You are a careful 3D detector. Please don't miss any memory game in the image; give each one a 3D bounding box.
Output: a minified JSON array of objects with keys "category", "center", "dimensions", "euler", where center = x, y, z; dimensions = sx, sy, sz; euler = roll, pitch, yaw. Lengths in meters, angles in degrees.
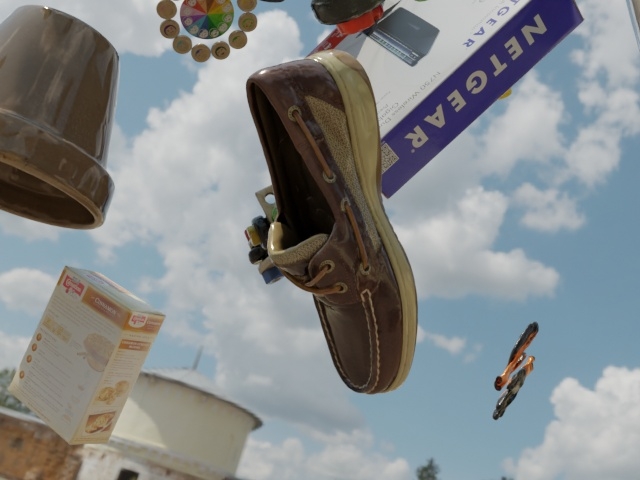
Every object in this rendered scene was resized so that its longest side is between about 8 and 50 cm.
[{"category":"memory game","center":[-0.203,-0.407,1.333],"dimensions":[0.186,0.012,0.186],"euler":[-9,-46,-9]}]

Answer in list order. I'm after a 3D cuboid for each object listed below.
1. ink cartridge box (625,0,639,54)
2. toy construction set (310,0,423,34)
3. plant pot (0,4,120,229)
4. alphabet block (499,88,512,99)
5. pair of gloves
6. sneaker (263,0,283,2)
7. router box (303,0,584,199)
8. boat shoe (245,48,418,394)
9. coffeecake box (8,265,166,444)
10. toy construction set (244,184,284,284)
[{"category":"ink cartridge box","center":[0.427,-0.300,0.784],"dimensions":[0.198,0.115,0.272],"euler":[-16,-71,23]},{"category":"toy construction set","center":[0.070,-0.233,0.442],"dimensions":[0.215,0.327,0.151],"euler":[-25,-76,7]},{"category":"plant pot","center":[-0.366,-0.167,0.951],"dimensions":[0.263,0.229,0.263],"euler":[16,-18,5]},{"category":"alphabet block","center":[0.290,-0.400,1.562],"dimensions":[0.194,0.197,0.192],"euler":[-12,-63,17]},{"category":"pair of gloves","center":[0.166,0.112,0.633],"dimensions":[0.010,0.074,0.083],"euler":[25,-37,29]},{"category":"sneaker","center":[-0.099,-0.477,1.168],"dimensions":[0.321,0.180,0.124],"euler":[19,-35,33]},{"category":"router box","center":[0.132,-0.258,1.018],"dimensions":[0.082,0.335,0.301],"euler":[43,6,-37]},{"category":"boat shoe","center":[0.000,0.000,0.698],"dimensions":[0.123,0.123,0.341],"euler":[11,-64,50]},{"category":"coffeecake box","center":[-0.306,0.147,0.962],"dimensions":[0.142,0.185,0.068],"euler":[26,2,32]},{"category":"toy construction set","center":[-0.020,-0.075,1.305],"dimensions":[0.258,0.308,0.237],"euler":[-2,-16,2]}]
